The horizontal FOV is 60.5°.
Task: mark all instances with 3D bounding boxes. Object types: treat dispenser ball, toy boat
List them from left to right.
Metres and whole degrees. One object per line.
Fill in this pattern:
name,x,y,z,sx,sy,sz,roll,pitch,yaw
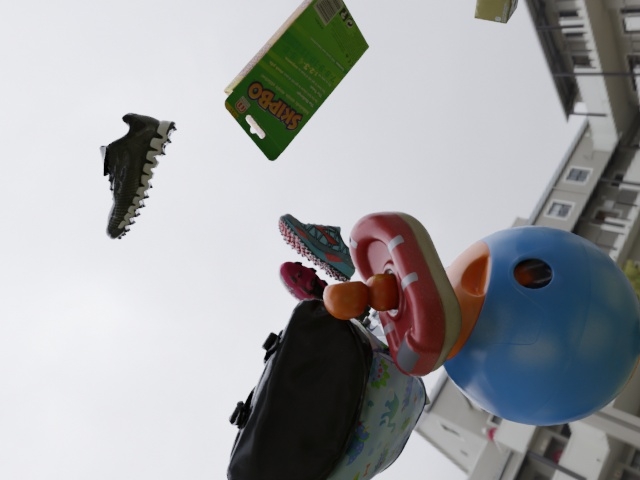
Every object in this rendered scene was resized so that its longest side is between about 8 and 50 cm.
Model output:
toy boat,0.077,0.068,0.730,0.151,0.231,0.151,-5,-41,-13
treat dispenser ball,0.311,0.122,0.809,0.288,0.288,0.288,-17,-65,-43

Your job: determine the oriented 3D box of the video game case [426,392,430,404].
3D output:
video game case,0.222,0.417,1.777,0.269,0.061,0.244,18,-133,-44

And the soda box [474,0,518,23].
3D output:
soda box,0.290,-0.443,0.863,0.061,0.058,0.181,-55,-27,-32

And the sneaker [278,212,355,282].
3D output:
sneaker,0.000,0.000,1.534,0.262,0.104,0.125,39,-114,-9

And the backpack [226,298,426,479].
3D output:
backpack,0.035,0.270,0.911,0.355,0.273,0.290,64,-131,-77

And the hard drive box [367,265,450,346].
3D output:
hard drive box,0.194,0.162,1.157,0.089,0.232,0.181,43,-112,-7

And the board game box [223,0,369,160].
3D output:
board game box,-0.035,-0.251,0.821,0.259,0.039,0.124,-55,-50,-17

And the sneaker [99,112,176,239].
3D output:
sneaker,-0.344,-0.119,0.963,0.106,0.078,0.234,23,-91,-13

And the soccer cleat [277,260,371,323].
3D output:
soccer cleat,-0.007,0.184,1.535,0.331,0.143,0.116,34,-142,-21
